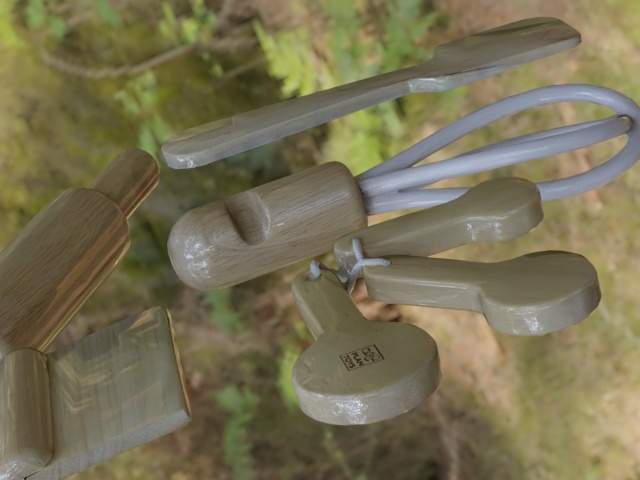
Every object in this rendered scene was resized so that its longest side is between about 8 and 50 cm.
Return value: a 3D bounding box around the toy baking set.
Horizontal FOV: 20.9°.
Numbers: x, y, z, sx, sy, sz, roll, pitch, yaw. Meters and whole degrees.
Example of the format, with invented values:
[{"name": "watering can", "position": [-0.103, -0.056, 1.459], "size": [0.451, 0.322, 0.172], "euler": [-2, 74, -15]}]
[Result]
[{"name": "toy baking set", "position": [-0.007, 0.001, 0.509], "size": [0.256, 0.197, 0.030], "euler": [-62, -38, -58]}]
